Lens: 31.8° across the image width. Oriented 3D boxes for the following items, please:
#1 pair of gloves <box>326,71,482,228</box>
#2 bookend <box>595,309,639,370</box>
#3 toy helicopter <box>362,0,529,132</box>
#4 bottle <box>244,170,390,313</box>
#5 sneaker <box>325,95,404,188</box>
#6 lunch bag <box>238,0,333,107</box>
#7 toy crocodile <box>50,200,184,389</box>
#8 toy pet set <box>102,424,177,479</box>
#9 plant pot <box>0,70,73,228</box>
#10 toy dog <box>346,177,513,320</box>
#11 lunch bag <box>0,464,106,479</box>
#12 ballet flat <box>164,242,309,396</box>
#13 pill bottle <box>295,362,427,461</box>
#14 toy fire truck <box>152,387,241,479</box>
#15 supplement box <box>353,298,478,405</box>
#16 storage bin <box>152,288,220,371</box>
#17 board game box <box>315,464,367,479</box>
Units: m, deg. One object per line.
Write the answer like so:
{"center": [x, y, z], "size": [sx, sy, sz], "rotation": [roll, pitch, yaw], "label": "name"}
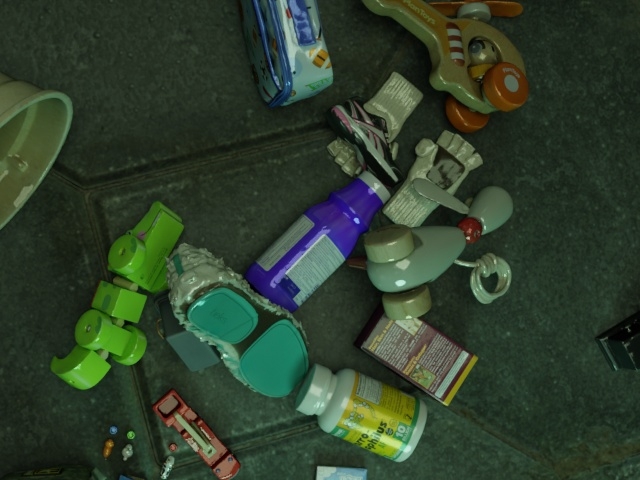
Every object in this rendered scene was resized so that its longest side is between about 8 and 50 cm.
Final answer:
{"center": [0.148, -0.157, 2.004], "size": [0.204, 0.042, 0.240], "rotation": [-44, 94, -8], "label": "pair of gloves"}
{"center": [0.601, 0.170, 2.010], "size": [0.157, 0.156, 0.072], "rotation": [-30, 93, -8], "label": "bookend"}
{"center": [0.222, -0.372, 1.971], "size": [0.355, 0.140, 0.235], "rotation": [33, 60, -18], "label": "toy helicopter"}
{"center": [0.000, 0.000, 1.931], "size": [0.283, 0.118, 0.092], "rotation": [-45, 54, -6], "label": "bottle"}
{"center": [0.094, -0.176, 1.943], "size": [0.077, 0.072, 0.178], "rotation": [-40, 98, -19], "label": "sneaker"}
{"center": [-0.069, -0.383, 1.873], "size": [0.114, 0.243, 0.304], "rotation": [-15, 91, -10], "label": "lunch bag"}
{"center": [-0.335, 0.093, 1.888], "size": [0.115, 0.105, 0.341], "rotation": [32, 80, -49], "label": "toy crocodile"}
{"center": [-0.312, 0.385, 1.895], "size": [0.122, 0.065, 0.114], "rotation": [17, 85, -8], "label": "toy pet set"}
{"center": [-0.614, -0.185, 1.759], "size": [0.305, 0.334, 0.334], "rotation": [37, 83, 4], "label": "plant pot"}
{"center": [0.177, 0.006, 1.943], "size": [0.333, 0.161, 0.220], "rotation": [-8, 105, -42], "label": "toy dog"}
{"center": [-0.474, 0.458, 1.779], "size": [0.287, 0.235, 0.169], "rotation": [-38, 91, -9], "label": "lunch bag"}
{"center": [-0.133, 0.121, 1.826], "size": [0.146, 0.409, 0.147], "rotation": [-9, 59, 16], "label": "ballet flat"}
{"center": [0.068, 0.291, 1.936], "size": [0.208, 0.117, 0.118], "rotation": [25, 84, -8], "label": "pill bottle"}
{"center": [-0.203, 0.329, 1.880], "size": [0.047, 0.135, 0.192], "rotation": [-41, 95, -8], "label": "toy fire truck"}
{"center": [0.166, 0.194, 1.974], "size": [0.188, 0.081, 0.104], "rotation": [35, 83, -7], "label": "supplement box"}
{"center": [-0.221, 0.151, 1.869], "size": [0.098, 0.091, 0.135], "rotation": [-20, 135, 7], "label": "storage bin"}
{"center": [0.034, 0.442, 1.974], "size": [0.090, 0.020, 0.090], "rotation": [5, 86, -9], "label": "board game box"}
